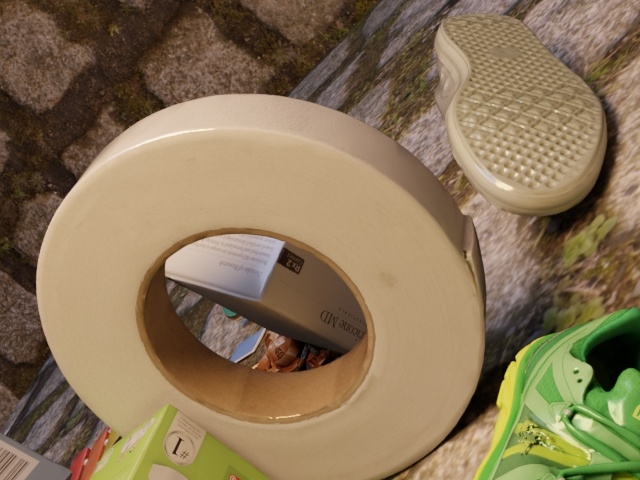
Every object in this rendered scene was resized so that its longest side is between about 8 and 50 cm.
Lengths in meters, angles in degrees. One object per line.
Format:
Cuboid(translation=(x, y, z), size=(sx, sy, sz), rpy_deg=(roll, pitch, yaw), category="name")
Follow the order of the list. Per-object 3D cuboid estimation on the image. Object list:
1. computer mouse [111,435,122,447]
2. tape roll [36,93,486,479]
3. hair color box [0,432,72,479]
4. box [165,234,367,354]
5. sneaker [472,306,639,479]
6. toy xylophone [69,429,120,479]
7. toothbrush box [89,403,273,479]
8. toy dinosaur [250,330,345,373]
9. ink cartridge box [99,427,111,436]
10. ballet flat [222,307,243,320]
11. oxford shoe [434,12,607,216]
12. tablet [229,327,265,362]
Cuboid(translation=(-0.185, 0.321, 1.075), size=(0.060, 0.184, 0.262), rpy_deg=(-12, 35, 38), category="computer mouse")
Cuboid(translation=(-0.049, 0.061, 0.869), size=(0.392, 0.392, 0.072), rpy_deg=(-42, 16, 28), category="tape roll")
Cuboid(translation=(-0.520, 0.454, 1.478), size=(0.374, 0.185, 0.113), rpy_deg=(-63, -3, 29), category="hair color box")
Cuboid(translation=(-0.037, 0.028, 1.041), size=(0.182, 0.181, 0.119), rpy_deg=(12, 75, 46), category="box")
Cuboid(translation=(0.161, 0.138, 0.596), size=(0.123, 0.109, 0.295), rpy_deg=(-45, 14, 35), category="sneaker")
Cuboid(translation=(-0.319, 0.332, 1.617), size=(0.322, 0.081, 0.236), rpy_deg=(-47, 14, 2), category="toy xylophone")
Cuboid(translation=(-0.129, 0.316, 0.831), size=(0.122, 0.206, 0.283), rpy_deg=(-39, 18, 35), category="toothbrush box")
Cuboid(translation=(-0.018, 0.095, 1.206), size=(0.322, 0.164, 0.218), rpy_deg=(-24, 39, 20), category="toy dinosaur")
Cuboid(translation=(-0.393, 0.371, 1.864), size=(0.063, 0.029, 0.115), rpy_deg=(-39, 18, 39), category="ink cartridge box")
Cuboid(translation=(-0.081, 0.027, 1.674), size=(0.248, 0.086, 0.086), rpy_deg=(-65, 13, 5), category="ballet flat")
Cuboid(translation=(0.212, -0.132, 1.128), size=(0.449, 0.169, 0.130), rpy_deg=(-95, 4, -60), category="oxford shoe")
Cuboid(translation=(-0.117, 0.170, 1.579), size=(0.083, 0.006, 0.054), rpy_deg=(-35, 21, 45), category="tablet")
